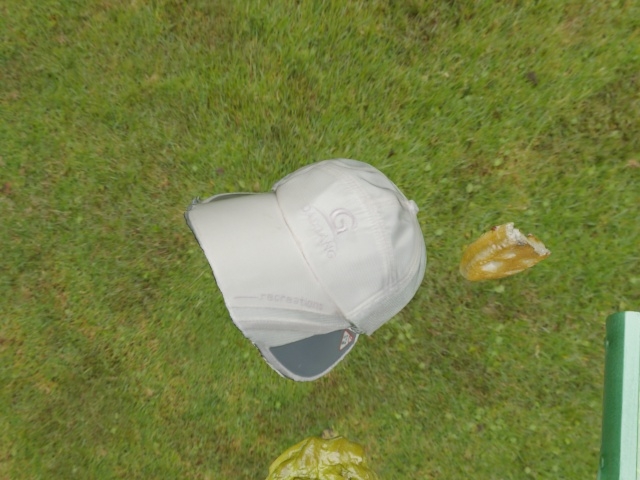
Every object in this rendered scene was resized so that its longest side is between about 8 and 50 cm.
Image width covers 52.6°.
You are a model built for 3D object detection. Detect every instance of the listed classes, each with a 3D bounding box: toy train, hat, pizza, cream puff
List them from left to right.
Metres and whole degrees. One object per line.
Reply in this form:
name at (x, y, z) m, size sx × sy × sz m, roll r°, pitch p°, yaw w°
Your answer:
hat at (-0.008, 0.002, 0.659) m, size 0.161 × 0.275 × 0.232 m, roll -51°, pitch 59°, yaw 37°
cream puff at (0.011, 0.452, 1.155) m, size 0.221 × 0.195 × 0.194 m, roll 7°, pitch 91°, yaw -22°
pizza at (0.358, 0.019, 1.227) m, size 0.161 × 0.182 × 0.062 m, roll 3°, pitch 61°, yaw -2°
toy train at (0.480, 0.232, 0.861) m, size 0.203 × 0.120 × 0.300 m, roll 5°, pitch 77°, yaw 15°
